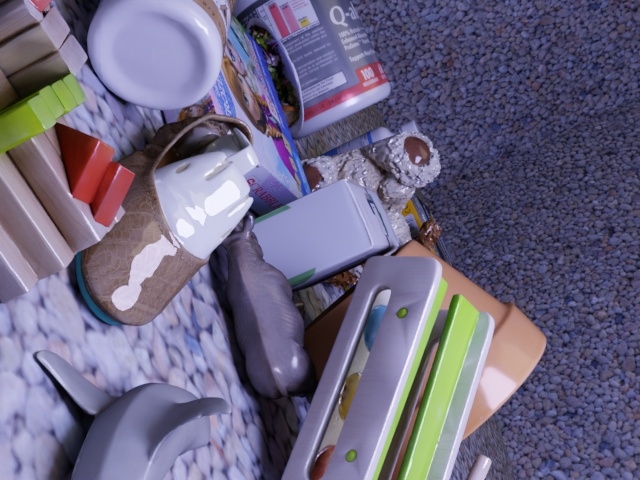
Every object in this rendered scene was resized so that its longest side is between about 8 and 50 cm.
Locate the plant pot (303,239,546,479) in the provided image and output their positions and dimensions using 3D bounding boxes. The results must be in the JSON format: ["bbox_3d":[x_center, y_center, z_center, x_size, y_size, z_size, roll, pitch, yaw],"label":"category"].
[{"bbox_3d":[0.106,0.138,1.052,0.203,0.291,0.291,49,13,2],"label":"plant pot"}]

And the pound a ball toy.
[{"bbox_3d":[0.072,0.204,0.843,0.208,0.135,0.319,42,61,-38],"label":"pound a ball toy"}]

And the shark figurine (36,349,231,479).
[{"bbox_3d":[-0.097,0.151,0.504,0.166,0.116,0.278,57,13,-29],"label":"shark figurine"}]

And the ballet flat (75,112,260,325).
[{"bbox_3d":[-0.116,-0.045,0.752,0.116,0.124,0.342,62,14,-18],"label":"ballet flat"}]

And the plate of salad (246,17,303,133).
[{"bbox_3d":[-0.085,-0.267,1.369,0.200,0.048,0.200,55,-20,30],"label":"plate of salad"}]

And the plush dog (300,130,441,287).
[{"bbox_3d":[0.070,-0.035,1.355,0.210,0.262,0.226,166,-94,-76],"label":"plush dog"}]

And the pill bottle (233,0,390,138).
[{"bbox_3d":[-0.035,-0.388,1.517,0.363,0.210,0.210,64,13,-7],"label":"pill bottle"}]

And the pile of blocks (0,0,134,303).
[{"bbox_3d":[-0.218,-0.148,0.546,0.362,0.112,0.149,67,12,4],"label":"pile of blocks"}]

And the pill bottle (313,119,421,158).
[{"bbox_3d":[0.092,-0.136,1.546,0.124,0.221,0.124,60,14,-26],"label":"pill bottle"}]

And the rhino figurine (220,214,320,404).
[{"bbox_3d":[-0.063,0.065,0.891,0.106,0.073,0.243,44,23,-66],"label":"rhino figurine"}]

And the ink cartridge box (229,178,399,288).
[{"bbox_3d":[0.000,0.000,1.065,0.093,0.160,0.219,67,12,5],"label":"ink cartridge box"}]

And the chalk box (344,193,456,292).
[{"bbox_3d":[0.146,0.038,1.561,0.180,0.179,0.289,69,12,15],"label":"chalk box"}]

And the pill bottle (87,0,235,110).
[{"bbox_3d":[-0.156,-0.254,0.876,0.131,0.131,0.229,56,25,-39],"label":"pill bottle"}]

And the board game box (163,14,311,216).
[{"bbox_3d":[-0.128,-0.202,1.117,0.318,0.065,0.319,39,29,-64],"label":"board game box"}]
